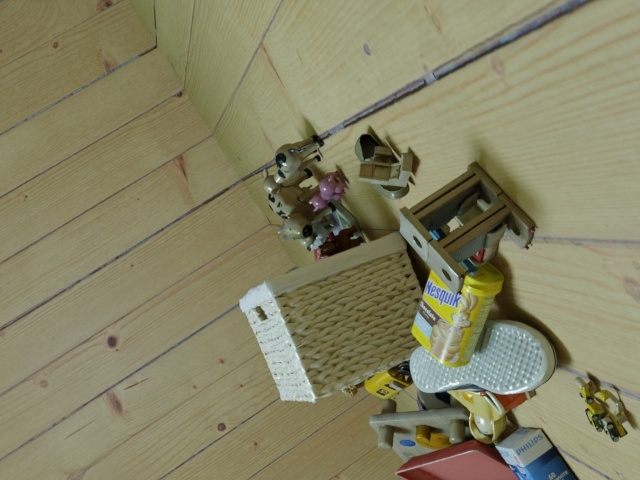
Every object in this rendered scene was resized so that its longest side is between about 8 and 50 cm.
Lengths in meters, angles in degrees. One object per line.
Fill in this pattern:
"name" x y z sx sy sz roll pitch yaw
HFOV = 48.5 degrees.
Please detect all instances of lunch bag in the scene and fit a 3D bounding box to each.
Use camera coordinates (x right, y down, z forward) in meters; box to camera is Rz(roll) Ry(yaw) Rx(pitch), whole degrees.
"lunch bag" 0.321 0.355 1.757 0.067 0.065 0.098 21 149 31

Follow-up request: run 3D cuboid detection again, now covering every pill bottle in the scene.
"pill bottle" 0.312 0.421 1.896 0.108 0.108 0.193 53 170 25

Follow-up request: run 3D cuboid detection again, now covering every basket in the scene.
"basket" 0.036 0.172 1.570 0.266 0.332 0.328 67 161 4

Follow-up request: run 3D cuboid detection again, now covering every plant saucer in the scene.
"plant saucer" 0.354 0.546 1.669 0.258 0.259 0.047 32 -134 -24

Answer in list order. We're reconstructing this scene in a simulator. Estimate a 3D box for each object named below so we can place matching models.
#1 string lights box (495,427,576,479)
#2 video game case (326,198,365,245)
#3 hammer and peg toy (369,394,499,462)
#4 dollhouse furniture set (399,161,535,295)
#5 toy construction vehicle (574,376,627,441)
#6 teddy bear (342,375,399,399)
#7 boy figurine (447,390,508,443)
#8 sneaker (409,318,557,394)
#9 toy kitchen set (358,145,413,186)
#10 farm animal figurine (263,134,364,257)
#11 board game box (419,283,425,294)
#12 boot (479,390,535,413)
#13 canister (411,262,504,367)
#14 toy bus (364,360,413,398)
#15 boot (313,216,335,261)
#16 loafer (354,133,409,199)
"string lights box" 0.477 0.511 1.446 0.259 0.077 0.133 55 172 11
"video game case" 0.070 -0.023 1.916 0.193 0.023 0.212 47 166 48
"hammer and peg toy" 0.303 0.524 1.796 0.361 0.266 0.127 53 -145 -40
"dollhouse furniture set" 0.204 0.012 1.016 0.129 0.129 0.183 52 169 26
"toy construction vehicle" 0.414 0.246 1.041 0.098 0.035 0.086 62 -179 -16
"teddy bear" 0.150 0.356 2.112 0.338 0.113 0.245 15 -140 -36
"boy figurine" 0.323 0.326 1.513 0.177 0.092 0.285 15 145 42
"sneaker" 0.300 0.201 1.231 0.321 0.128 0.126 -20 74 57
"toy kitchen set" 0.111 -0.139 1.202 0.075 0.083 0.068 93 -176 -74
"farm animal figurine" -0.053 -0.091 1.765 0.330 0.172 0.327 65 167 -18
"board game box" 0.228 0.157 1.637 0.146 0.045 0.193 62 169 -29
"boot" 0.324 0.252 1.353 0.158 0.085 0.059 54 172 28
"canister" 0.220 0.107 1.168 0.126 0.073 0.169 46 131 47
"toy bus" 0.205 0.350 1.900 0.202 0.191 0.104 66 -152 -44
"boot" 0.000 0.000 2.022 0.244 0.089 0.176 -100 -11 -56
"loafer" 0.104 -0.134 1.268 0.148 0.056 0.050 52 176 27
